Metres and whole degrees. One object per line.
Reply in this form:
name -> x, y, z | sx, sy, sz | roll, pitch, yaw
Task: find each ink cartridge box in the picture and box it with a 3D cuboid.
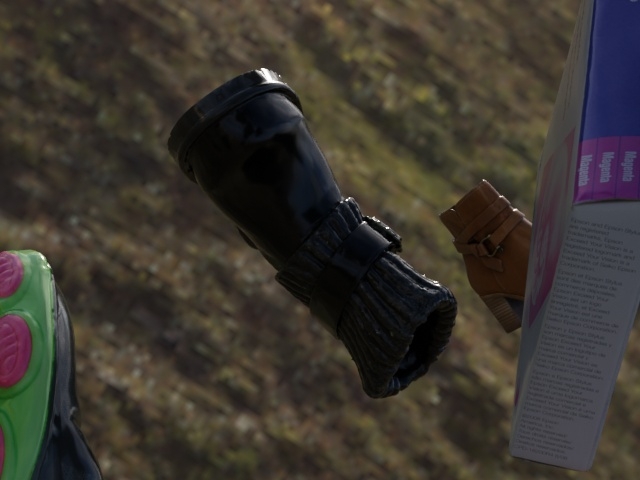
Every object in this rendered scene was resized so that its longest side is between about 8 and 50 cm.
ink cartridge box -> 0.197, -0.068, 1.370 | 0.071, 0.330, 0.324 | 10, 42, 3

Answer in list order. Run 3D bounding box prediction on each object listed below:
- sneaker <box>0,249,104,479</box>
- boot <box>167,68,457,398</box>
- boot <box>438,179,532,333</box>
sneaker -> -0.197, 0.240, 1.356 | 0.202, 0.185, 0.483 | 30, 45, -59
boot -> 0.004, -0.002, 1.903 | 0.260, 0.131, 0.348 | 51, 0, 24
boot -> 0.211, 0.000, 2.052 | 0.073, 0.197, 0.152 | -29, 87, -45
